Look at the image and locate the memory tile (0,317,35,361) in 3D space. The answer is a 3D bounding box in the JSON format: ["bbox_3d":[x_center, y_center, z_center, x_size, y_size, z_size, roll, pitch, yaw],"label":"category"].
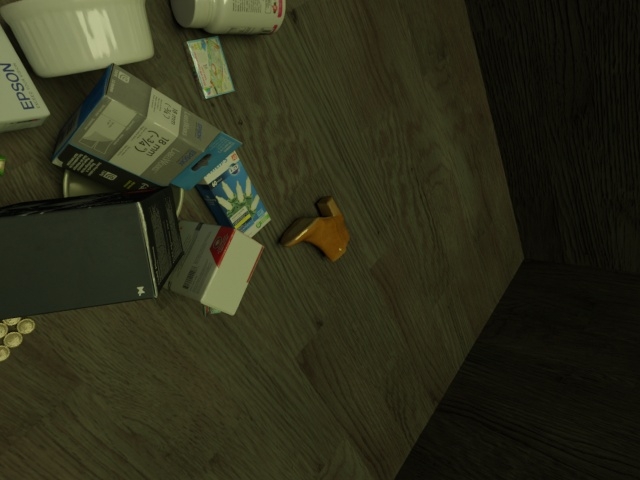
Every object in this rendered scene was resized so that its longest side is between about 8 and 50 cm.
[{"bbox_3d":[-0.728,0.214,0.968,0.148,0.012,0.113,-55,128,-22],"label":"memory tile"}]

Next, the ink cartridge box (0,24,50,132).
[{"bbox_3d":[-0.714,-0.330,0.753,0.330,0.071,0.324,-37,103,-53],"label":"ink cartridge box"}]

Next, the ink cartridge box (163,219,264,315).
[{"bbox_3d":[-0.308,0.063,1.167,0.114,0.272,0.197,36,72,-44],"label":"ink cartridge box"}]

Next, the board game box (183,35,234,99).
[{"bbox_3d":[-0.316,-0.492,1.249,0.103,0.026,0.154,-31,116,-37],"label":"board game box"}]

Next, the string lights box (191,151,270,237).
[{"bbox_3d":[-0.266,-0.130,1.303,0.133,0.076,0.260,-47,128,-31],"label":"string lights box"}]

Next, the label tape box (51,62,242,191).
[{"bbox_3d":[-0.380,-0.202,1.001,0.333,0.240,0.106,26,44,-42],"label":"label tape box"}]

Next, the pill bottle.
[{"bbox_3d":[-0.250,-0.653,1.198,0.283,0.160,0.161,-22,110,-40],"label":"pill bottle"}]

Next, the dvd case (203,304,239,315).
[{"bbox_3d":[-0.308,0.179,1.358,0.119,0.013,0.087,-12,104,-43],"label":"dvd case"}]

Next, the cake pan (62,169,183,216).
[{"bbox_3d":[-0.495,-0.129,1.111,0.293,0.054,0.294,-7,100,-43],"label":"cake pan"}]

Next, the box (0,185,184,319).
[{"bbox_3d":[-0.480,0.007,0.876,0.342,0.312,0.179,-8,104,-8],"label":"box"}]

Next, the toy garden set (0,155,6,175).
[{"bbox_3d":[-0.767,-0.076,0.865,0.203,0.049,0.245,13,87,-44],"label":"toy garden set"}]

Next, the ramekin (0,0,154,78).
[{"bbox_3d":[-0.495,-0.435,0.928,0.277,0.277,0.135,-31,123,-37],"label":"ramekin"}]

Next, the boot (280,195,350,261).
[{"bbox_3d":[0.000,-0.001,1.562,0.295,0.104,0.211,-46,124,-34],"label":"boot"}]
